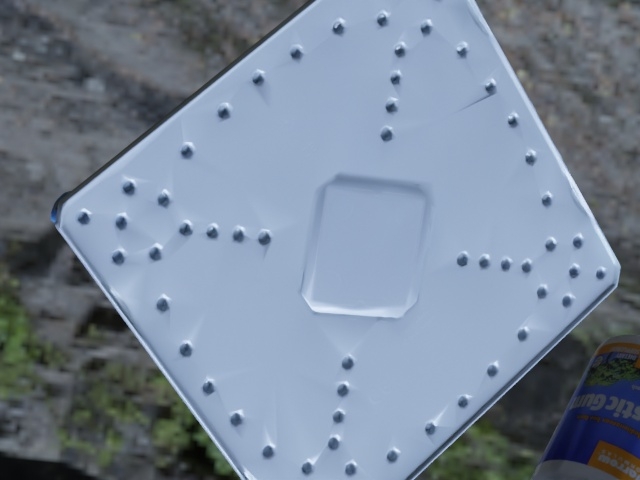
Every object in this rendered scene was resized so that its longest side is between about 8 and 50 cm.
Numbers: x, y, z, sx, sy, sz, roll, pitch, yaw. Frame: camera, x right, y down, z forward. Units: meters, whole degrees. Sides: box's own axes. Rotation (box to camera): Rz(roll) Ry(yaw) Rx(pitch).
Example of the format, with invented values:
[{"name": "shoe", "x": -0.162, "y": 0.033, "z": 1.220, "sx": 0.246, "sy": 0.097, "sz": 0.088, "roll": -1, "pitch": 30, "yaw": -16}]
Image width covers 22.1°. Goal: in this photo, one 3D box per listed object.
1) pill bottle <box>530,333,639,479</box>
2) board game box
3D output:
[{"name": "pill bottle", "x": 0.319, "y": 0.250, "z": 1.781, "sx": 0.152, "sy": 0.272, "sz": 0.152, "roll": 24, "pitch": 150, "yaw": 15}, {"name": "board game box", "x": 0.028, "y": 0.003, "z": 1.353, "sx": 0.390, "sy": 0.390, "sz": 0.050, "roll": 57, "pitch": 162, "yaw": -24}]
